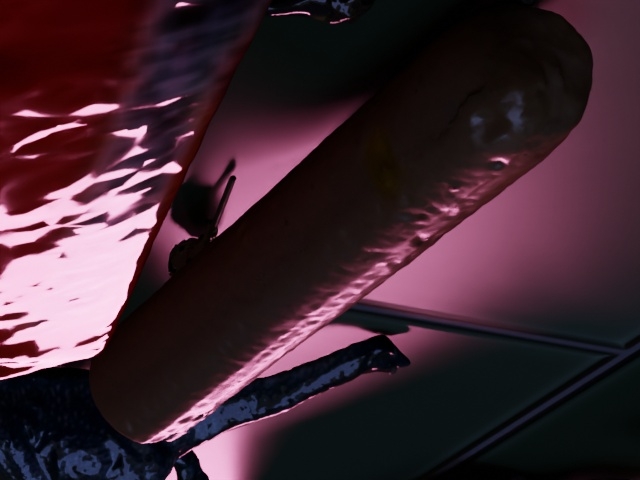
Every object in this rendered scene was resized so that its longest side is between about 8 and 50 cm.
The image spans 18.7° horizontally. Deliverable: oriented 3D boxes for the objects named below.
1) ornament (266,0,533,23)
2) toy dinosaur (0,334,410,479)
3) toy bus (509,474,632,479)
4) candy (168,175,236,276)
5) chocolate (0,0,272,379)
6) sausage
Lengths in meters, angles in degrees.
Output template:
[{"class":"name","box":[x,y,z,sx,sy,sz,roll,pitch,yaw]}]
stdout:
[{"class":"ornament","box":[0.021,-0.092,0.639,0.125,0.028,0.073,5,154,-5]},{"class":"toy dinosaur","box":[-0.137,0.101,1.013,0.363,0.076,0.147,0,136,-2]},{"class":"toy bus","box":[0.076,0.224,1.213,0.133,0.125,0.292,23,148,-39]},{"class":"candy","box":[-0.049,-0.005,0.843,0.025,0.023,0.083,39,147,11]},{"class":"chocolate","box":[-0.200,-0.063,0.460,0.341,0.161,0.360,-10,160,-20]},{"class":"sausage","box":[0.000,-0.001,0.774,0.066,0.066,0.301,17,145,-31]}]
